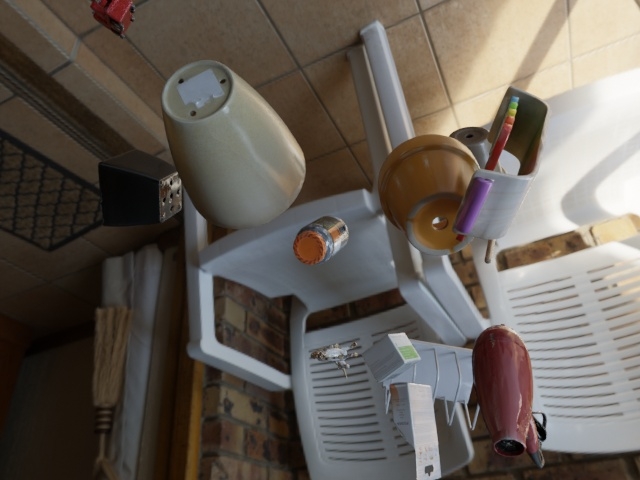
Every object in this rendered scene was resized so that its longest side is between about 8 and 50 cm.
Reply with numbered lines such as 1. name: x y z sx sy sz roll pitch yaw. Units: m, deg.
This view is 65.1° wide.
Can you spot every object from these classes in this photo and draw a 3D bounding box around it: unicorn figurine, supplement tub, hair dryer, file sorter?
1. unicorn figurine: 0.043 0.295 1.280 0.161 0.060 0.111 26 142 -29
2. supplement tub: 0.000 0.000 1.434 0.117 0.117 0.190 -24 -176 25
3. hair dryer: 0.288 0.229 0.715 0.080 0.224 0.293 -27 164 27
4. file sorter: 0.337 0.439 1.535 0.277 0.173 0.193 9 111 6

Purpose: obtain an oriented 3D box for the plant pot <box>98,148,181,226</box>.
1. plant pot: -0.503 -0.142 1.440 0.166 0.188 0.188 11 114 11

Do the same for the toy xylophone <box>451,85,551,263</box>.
1. toy xylophone: 0.291 -0.105 0.818 0.081 0.323 0.236 22 127 13

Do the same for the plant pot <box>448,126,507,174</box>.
1. plant pot: 0.550 -0.282 1.842 0.263 0.263 0.229 -10 127 7

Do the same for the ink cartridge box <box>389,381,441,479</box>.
1. ink cartridge box: 0.188 0.374 0.987 0.045 0.179 0.145 -11 158 28

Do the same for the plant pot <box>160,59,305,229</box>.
1. plant pot: -0.179 -0.193 0.936 0.256 0.257 0.274 -9 156 6

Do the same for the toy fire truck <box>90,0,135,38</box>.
1. toy fire truck: -0.394 -0.424 0.867 0.135 0.192 0.047 31 88 -23

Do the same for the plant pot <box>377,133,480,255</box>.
1. plant pot: 0.215 -0.073 0.946 0.205 0.188 0.205 2 119 3

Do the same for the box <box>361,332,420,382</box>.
1. box: 0.186 0.305 1.314 0.102 0.087 0.101 -44 151 23
